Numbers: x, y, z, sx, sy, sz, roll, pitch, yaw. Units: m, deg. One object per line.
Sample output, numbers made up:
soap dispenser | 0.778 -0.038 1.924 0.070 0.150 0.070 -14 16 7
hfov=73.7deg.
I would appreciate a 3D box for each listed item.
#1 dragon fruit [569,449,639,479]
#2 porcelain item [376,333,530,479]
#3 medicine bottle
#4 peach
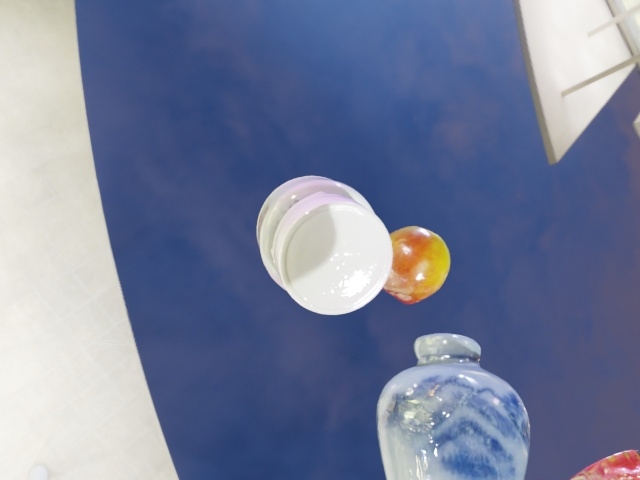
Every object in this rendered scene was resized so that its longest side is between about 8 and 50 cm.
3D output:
dragon fruit | 0.699 0.648 1.053 0.189 0.262 0.163 19 -148 4
porcelain item | 0.117 0.219 0.386 0.141 0.141 0.260 21 -119 -27
medicine bottle | 0.000 0.000 0.849 0.240 0.302 0.242 -2 -77 -11
peach | 0.265 0.072 1.260 0.230 0.230 0.231 8 -106 -31
